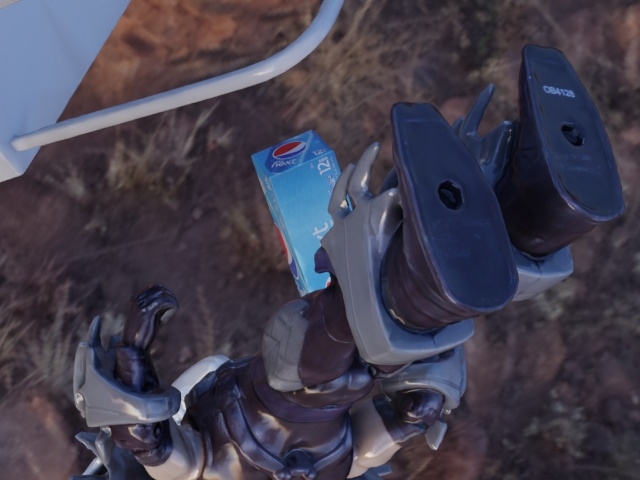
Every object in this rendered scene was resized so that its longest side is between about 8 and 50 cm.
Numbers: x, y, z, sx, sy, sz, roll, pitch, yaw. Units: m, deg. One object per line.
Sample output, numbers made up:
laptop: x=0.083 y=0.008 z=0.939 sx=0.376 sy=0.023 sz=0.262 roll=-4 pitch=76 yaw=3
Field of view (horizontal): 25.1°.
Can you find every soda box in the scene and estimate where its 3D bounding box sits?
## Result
soda box: x=0.000 y=0.000 z=1.453 sx=0.071 sy=0.067 sz=0.210 roll=-24 pitch=119 yaw=-9

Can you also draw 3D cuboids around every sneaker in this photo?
sneaker: x=-0.164 y=0.196 z=1.437 sx=0.094 sy=0.212 sz=0.080 roll=4 pitch=44 yaw=-57

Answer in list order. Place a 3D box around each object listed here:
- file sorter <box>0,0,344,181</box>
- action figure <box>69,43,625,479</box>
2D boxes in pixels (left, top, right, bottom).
file sorter: x=-0.115 y=-0.202 z=0.576 sx=0.277 sy=0.173 sz=0.192 roll=55 pitch=37 yaw=-31
action figure: x=0.005 y=0.044 z=0.592 sx=0.185 sy=0.285 sz=0.099 roll=-8 pitch=64 yaw=-37
